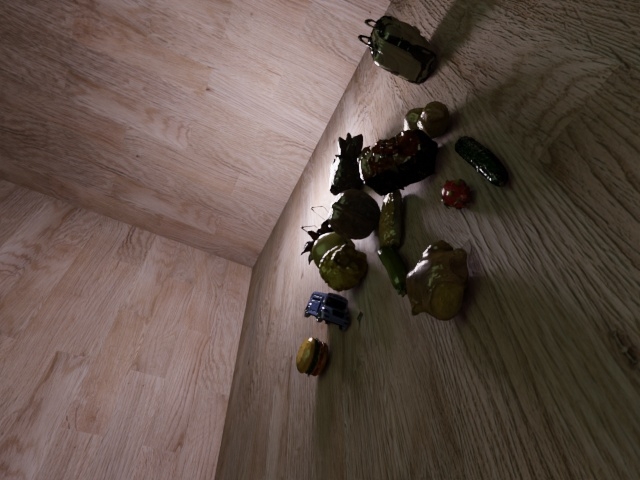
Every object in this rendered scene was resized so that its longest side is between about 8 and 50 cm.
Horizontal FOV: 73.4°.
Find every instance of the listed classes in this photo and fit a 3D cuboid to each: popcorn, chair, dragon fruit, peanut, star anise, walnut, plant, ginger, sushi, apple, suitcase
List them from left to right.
[{"bbox_3d":[0.000,0.000,2.056,0.102,0.271,0.272,39,110,43],"label":"star anise"},{"bbox_3d":[0.029,-0.069,2.336,0.145,0.221,0.140,-12,-45,-56],"label":"chair"},{"bbox_3d":[0.057,0.052,1.926,0.200,0.199,0.200,-58,19,33],"label":"apple"},{"bbox_3d":[0.092,0.112,1.753,0.155,0.197,0.198,-25,46,66],"label":"popcorn"},{"bbox_3d":[0.138,-0.386,2.204,0.181,0.193,0.321,-29,45,61],"label":"plant"},{"bbox_3d":[0.137,-0.110,1.806,0.224,0.224,0.224,-58,19,33],"label":"walnut"},{"bbox_3d":[0.274,-0.297,1.587,0.343,0.182,0.197,-14,39,53],"label":"sushi"},{"bbox_3d":[0.334,-0.869,1.904,0.194,0.338,0.352,-58,18,33],"label":"suitcase"},{"bbox_3d":[0.382,-0.427,1.557,0.253,0.137,0.122,6,77,71],"label":"peanut"},{"bbox_3d":[0.297,0.105,1.169,0.270,0.123,0.219,-167,95,-74],"label":"ginger"},{"bbox_3d":[0.393,-0.141,1.254,0.116,0.080,0.086,-86,13,-45],"label":"dragon fruit"}]

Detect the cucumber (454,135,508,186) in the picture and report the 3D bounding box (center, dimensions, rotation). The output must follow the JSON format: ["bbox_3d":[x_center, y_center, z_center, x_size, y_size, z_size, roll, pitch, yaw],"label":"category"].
[{"bbox_3d":[0.452,-0.223,1.196,0.068,0.067,0.294,-61,18,25],"label":"cucumber"}]

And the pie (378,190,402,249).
[{"bbox_3d":[0.262,-0.069,1.622,0.128,0.068,0.283,-45,31,51],"label":"pie"}]

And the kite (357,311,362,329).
[{"bbox_3d":[0.151,0.300,1.627,0.044,0.002,0.078,-60,16,27],"label":"kite"}]

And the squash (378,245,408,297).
[{"bbox_3d":[0.249,0.089,1.437,0.069,0.069,0.258,-61,24,25],"label":"squash"}]

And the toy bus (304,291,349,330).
[{"bbox_3d":[0.032,0.288,1.814,0.292,0.125,0.133,169,122,-73],"label":"toy bus"}]

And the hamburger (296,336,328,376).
[{"bbox_3d":[-0.035,0.487,1.795,0.162,0.115,0.162,-60,15,28],"label":"hamburger"}]
